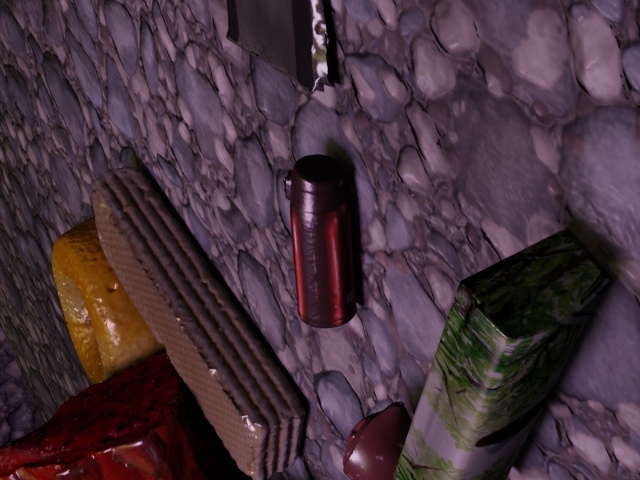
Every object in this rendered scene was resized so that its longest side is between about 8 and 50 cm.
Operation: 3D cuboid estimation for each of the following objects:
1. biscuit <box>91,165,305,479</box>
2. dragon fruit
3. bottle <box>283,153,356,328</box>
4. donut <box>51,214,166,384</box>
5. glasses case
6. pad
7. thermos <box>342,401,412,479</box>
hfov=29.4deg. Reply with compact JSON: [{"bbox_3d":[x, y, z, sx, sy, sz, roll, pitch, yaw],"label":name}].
[{"bbox_3d":[-0.159,0.094,1.487,0.426,0.079,0.144,53,154,29],"label":"biscuit"},{"bbox_3d":[-0.270,0.336,1.566,0.228,0.329,0.286,-112,2,-65],"label":"dragon fruit"},{"bbox_3d":[0.000,0.000,1.092,0.060,0.060,0.164,42,146,44],"label":"bottle"},{"bbox_3d":[-0.297,0.108,1.757,0.303,0.110,0.302,47,149,40],"label":"donut"},{"bbox_3d":[0.125,0.111,0.884,0.062,0.095,0.272,52,153,28],"label":"glasses case"},{"bbox_3d":[-0.047,-0.250,1.015,0.174,0.022,0.233,37,142,50],"label":"pad"},{"bbox_3d":[0.125,0.291,1.034,0.330,0.110,0.136,54,167,26],"label":"thermos"}]
